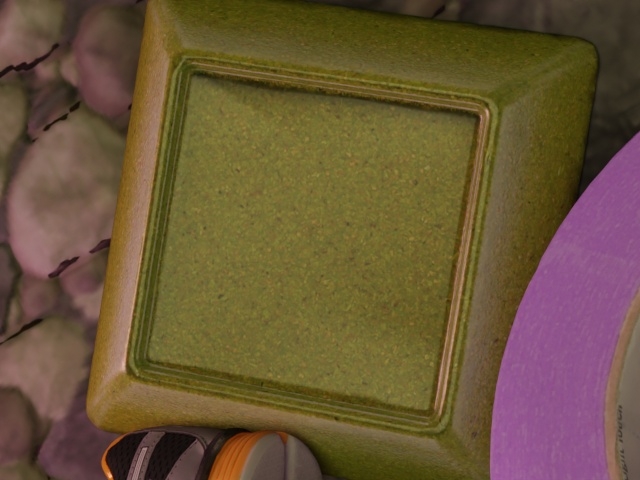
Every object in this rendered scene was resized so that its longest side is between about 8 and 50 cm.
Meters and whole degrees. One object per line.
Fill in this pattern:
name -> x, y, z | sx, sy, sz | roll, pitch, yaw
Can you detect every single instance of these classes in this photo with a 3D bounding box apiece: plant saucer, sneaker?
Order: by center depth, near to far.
plant saucer -> 0.000, 0.000, 0.695 | 0.188, 0.045, 0.188 | 9, 92, 14
sneaker -> -0.057, 0.173, 0.699 | 0.083, 0.084, 0.215 | 12, 92, 32

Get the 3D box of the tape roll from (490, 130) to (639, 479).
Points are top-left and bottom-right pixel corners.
tape roll -> 0.194, 0.060, 0.555 | 0.275, 0.090, 0.274 | -18, 53, 27
